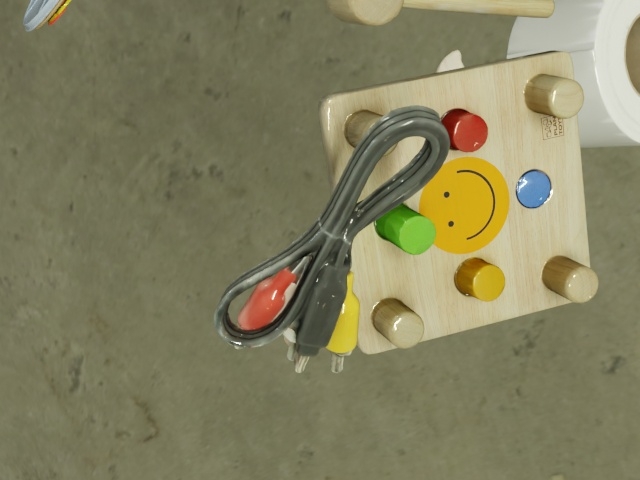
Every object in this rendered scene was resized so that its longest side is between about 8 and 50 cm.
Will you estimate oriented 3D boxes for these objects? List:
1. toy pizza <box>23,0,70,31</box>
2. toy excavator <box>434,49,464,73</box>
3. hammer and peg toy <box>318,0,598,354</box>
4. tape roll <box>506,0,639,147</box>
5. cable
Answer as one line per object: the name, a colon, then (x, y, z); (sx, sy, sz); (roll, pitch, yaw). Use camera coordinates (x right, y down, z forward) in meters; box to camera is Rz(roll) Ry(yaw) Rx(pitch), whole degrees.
toy pizza: (-0.296, -0.334, 1.301); (0.032, 0.201, 0.201); (31, 68, -26)
toy excavator: (0.393, -0.398, 1.730); (0.432, 0.222, 0.445); (-1, 84, -2)
hammer and peg toy: (0.134, -0.089, 1.011); (0.265, 0.127, 0.361); (-12, 106, -15)
tape roll: (0.414, -0.257, 1.554); (0.246, 0.169, 0.246); (-2, 93, -36)
cable: (0.000, 0.000, 0.894); (0.139, 0.287, 0.072); (13, 29, -16)
